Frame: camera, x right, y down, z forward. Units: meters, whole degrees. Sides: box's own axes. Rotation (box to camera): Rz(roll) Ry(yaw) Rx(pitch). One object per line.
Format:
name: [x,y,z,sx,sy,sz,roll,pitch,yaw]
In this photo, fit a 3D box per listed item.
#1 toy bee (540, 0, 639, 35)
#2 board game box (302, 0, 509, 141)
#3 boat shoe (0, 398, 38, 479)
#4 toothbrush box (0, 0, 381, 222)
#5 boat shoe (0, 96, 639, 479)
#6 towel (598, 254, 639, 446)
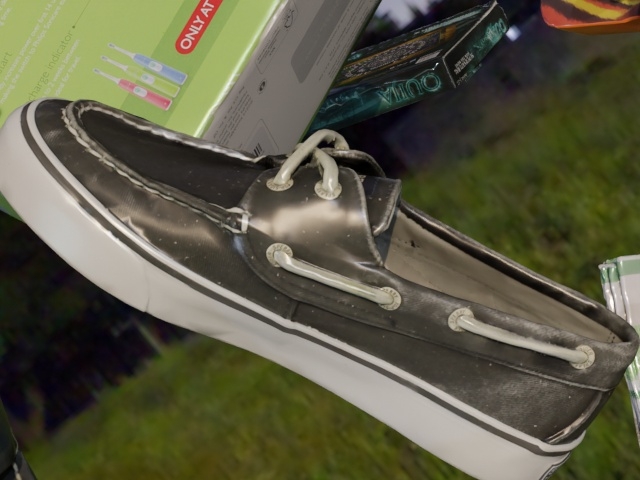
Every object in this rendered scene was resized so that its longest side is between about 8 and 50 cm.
toy bee: [0.314,-0.212,1.050,0.195,0.298,0.162,-9,-70,-73]
board game box: [0.029,-0.109,1.004,0.186,0.026,0.126,-16,18,31]
boat shoe: [-0.164,0.046,0.447,0.127,0.340,0.113,-34,10,-32]
toothbrush box: [-0.139,-0.125,0.719,0.206,0.283,0.122,-61,-16,-11]
boat shoe: [0.000,0.000,0.480,0.070,0.219,0.078,-59,7,28]
towel: [0.228,0.074,0.826,0.113,0.152,0.023,-9,-12,-8]
